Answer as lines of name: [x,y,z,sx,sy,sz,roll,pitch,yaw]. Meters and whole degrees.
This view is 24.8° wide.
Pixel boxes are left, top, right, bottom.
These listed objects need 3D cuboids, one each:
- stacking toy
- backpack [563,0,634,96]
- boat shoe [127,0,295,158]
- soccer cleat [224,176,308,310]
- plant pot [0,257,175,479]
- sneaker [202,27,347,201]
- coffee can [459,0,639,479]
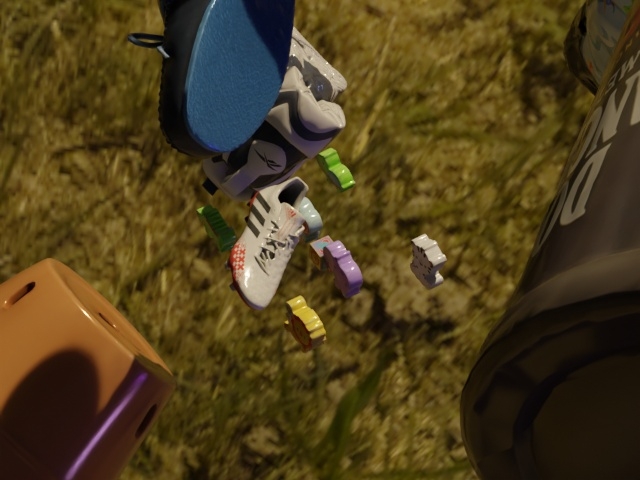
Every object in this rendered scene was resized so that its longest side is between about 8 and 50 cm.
stacking toy: [0.000,0.000,1.470,0.167,0.052,0.221,-25,53,-22]
backpack: [0.330,-0.202,1.062,0.290,0.355,0.273,-37,71,3]
boat shoe: [-0.072,-0.165,1.053,0.109,0.089,0.258,47,46,-40]
soccer cleat: [-0.025,0.000,0.734,0.029,0.036,0.083,43,35,-25]
plant pot: [-0.296,0.156,1.572,0.203,0.291,0.291,-45,82,-1]
sneaker: [-0.055,-0.111,1.388,0.094,0.153,0.235,42,17,-24]
coffee can: [0.180,-0.031,0.407,0.202,0.201,0.275,27,60,-1]
